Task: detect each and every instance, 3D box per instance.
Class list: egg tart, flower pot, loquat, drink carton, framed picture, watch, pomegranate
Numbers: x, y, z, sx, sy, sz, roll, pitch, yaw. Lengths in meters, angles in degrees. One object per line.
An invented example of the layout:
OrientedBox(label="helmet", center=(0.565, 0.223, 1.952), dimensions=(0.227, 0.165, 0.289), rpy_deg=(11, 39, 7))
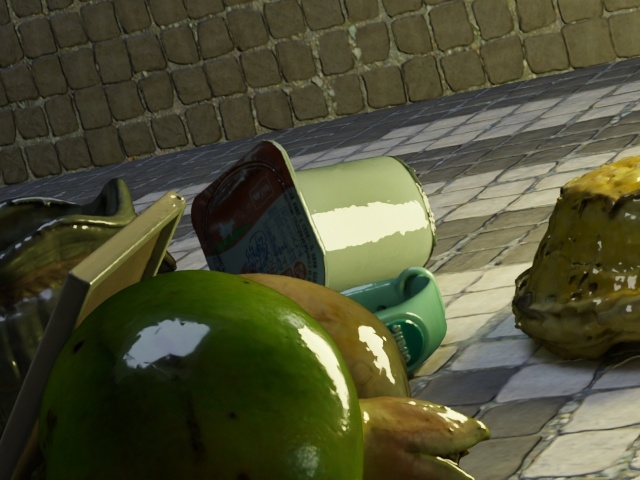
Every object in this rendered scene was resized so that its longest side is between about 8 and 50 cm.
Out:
OrientedBox(label="egg tart", center=(0.309, -0.006, 1.506), dimensions=(0.341, 0.132, 0.341), rpy_deg=(-16, 10, 3))
OrientedBox(label="flower pot", center=(-0.273, 0.069, 1.742), dimensions=(0.302, 0.213, 0.302), rpy_deg=(-16, 12, 3))
OrientedBox(label="loquat", center=(-0.039, 0.113, 1.321), dimensions=(0.227, 0.179, 0.179), rpy_deg=(-1, 17, 25))
OrientedBox(label="drink carton", center=(0.000, 0.000, 1.810), dimensions=(0.189, 0.191, 0.185), rpy_deg=(-10, -19, -43))
OrientedBox(label="framed picture", center=(-0.191, 0.128, 1.252), dimensions=(0.024, 0.315, 0.232), rpy_deg=(25, 18, 5))
OrientedBox(label="watch", center=(0.015, 0.097, 1.601), dimensions=(0.237, 0.068, 0.195), rpy_deg=(-22, 10, -12))
OrientedBox(label="pomegranate", center=(-0.032, 0.136, 1.104), dimensions=(0.302, 0.236, 0.236), rpy_deg=(2, 7, -14))
